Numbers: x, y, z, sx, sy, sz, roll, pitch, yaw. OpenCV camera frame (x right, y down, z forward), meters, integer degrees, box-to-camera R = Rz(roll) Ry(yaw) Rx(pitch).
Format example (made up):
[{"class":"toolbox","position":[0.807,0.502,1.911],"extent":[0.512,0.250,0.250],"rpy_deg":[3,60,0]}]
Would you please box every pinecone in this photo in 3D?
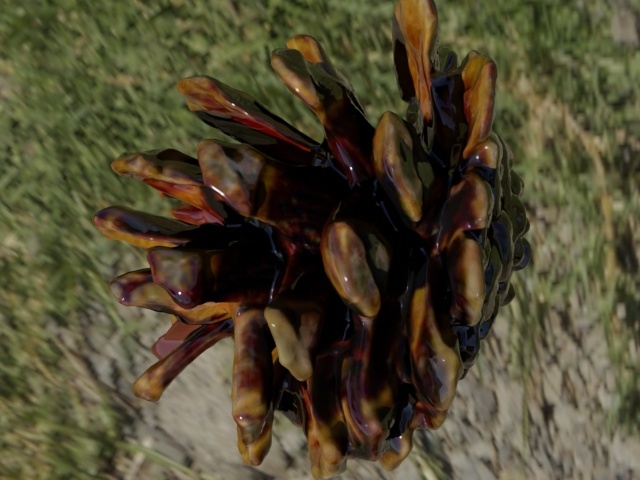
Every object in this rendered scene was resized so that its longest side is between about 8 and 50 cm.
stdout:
[{"class":"pinecone","position":[-0.003,0.000,0.903],"extent":[0.201,0.202,0.229],"rpy_deg":[-11,48,8]}]
